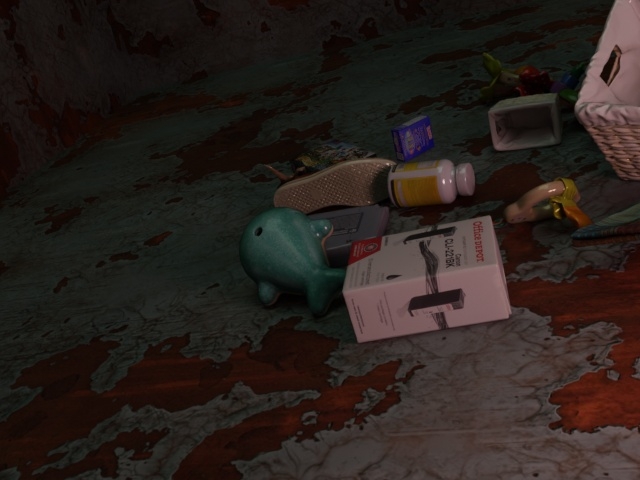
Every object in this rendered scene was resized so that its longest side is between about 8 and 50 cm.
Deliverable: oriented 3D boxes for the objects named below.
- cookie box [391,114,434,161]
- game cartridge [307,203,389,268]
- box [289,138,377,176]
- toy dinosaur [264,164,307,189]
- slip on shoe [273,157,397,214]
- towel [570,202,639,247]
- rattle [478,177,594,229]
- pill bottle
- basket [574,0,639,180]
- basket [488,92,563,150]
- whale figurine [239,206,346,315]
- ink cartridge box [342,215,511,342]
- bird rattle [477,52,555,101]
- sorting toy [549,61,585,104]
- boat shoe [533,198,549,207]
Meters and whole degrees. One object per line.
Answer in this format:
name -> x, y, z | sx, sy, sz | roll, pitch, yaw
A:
cookie box -> 0.249, -0.275, 2.121 | 0.107, 0.092, 0.040 | -28, 30, -24
game cartridge -> 0.000, 0.000, 1.764 | 0.294, 0.060, 0.196 | -9, 23, 18
box -> 0.035, -0.213, 2.188 | 0.159, 0.044, 0.233 | -26, 26, -19
toy dinosaur -> -0.074, -0.153, 2.050 | 0.092, 0.183, 0.053 | -19, 67, 12
slip on shoe -> 0.045, -0.139, 1.953 | 0.331, 0.123, 0.101 | -13, 21, 21
towel -> 0.640, -0.068, 1.335 | 0.370, 0.040, 0.271 | -20, 4, -31
rattle -> 0.429, -0.026, 1.564 | 0.199, 0.143, 0.130 | -26, -11, 17
pill bottle -> 0.253, -0.131, 1.807 | 0.184, 0.103, 0.103 | -3, 28, 27
basket -> 0.724, -0.299, 1.539 | 0.331, 0.266, 0.328 | 7, 63, 41
basket -> 0.516, -0.299, 1.972 | 0.167, 0.113, 0.103 | -4, 26, 27
whale figurine -> -0.060, 0.035, 1.584 | 0.216, 0.141, 0.272 | -49, 46, 0
ink cartridge box -> 0.191, 0.067, 1.423 | 0.272, 0.114, 0.197 | -10, 25, 13
bird rattle -> 0.584, -0.470, 2.277 | 0.207, 0.143, 0.253 | -17, 22, -41
sorting toy -> 0.678, -0.367, 1.933 | 0.126, 0.127, 0.365 | -58, 18, 18
boat shoe -> 0.480, -0.085, 1.643 | 0.100, 0.035, 0.035 | 8, 35, 42
